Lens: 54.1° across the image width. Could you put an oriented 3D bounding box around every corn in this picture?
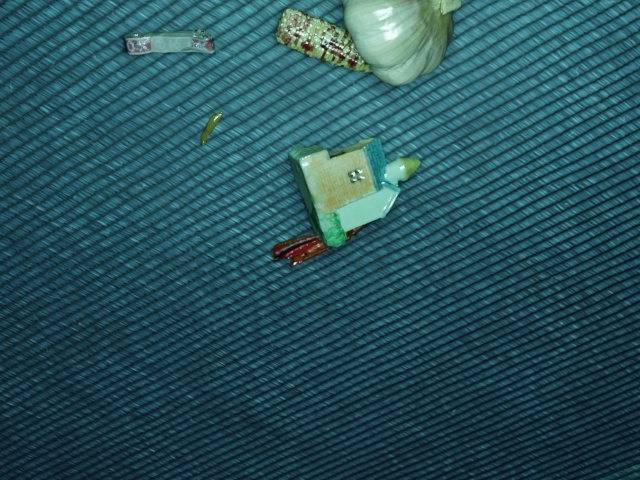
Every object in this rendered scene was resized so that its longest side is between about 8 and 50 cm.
[{"bbox_3d":[0.028,-0.500,1.589,0.290,0.098,0.098,17,114,-11],"label":"corn"}]

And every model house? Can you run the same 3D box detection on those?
[{"bbox_3d":[0.112,-0.165,1.715,0.325,0.194,0.267,-20,109,-6],"label":"model house"}]

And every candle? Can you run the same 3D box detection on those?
[{"bbox_3d":[0.000,0.000,1.836,0.302,0.059,0.084,-22,122,10],"label":"candle"}]

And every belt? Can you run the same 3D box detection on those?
[{"bbox_3d":[-0.385,-0.508,1.605,0.232,0.071,0.053,0,121,4],"label":"belt"}]

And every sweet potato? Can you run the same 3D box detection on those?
[{"bbox_3d":[-0.303,-0.309,1.716,0.026,0.026,0.115,33,113,-13],"label":"sweet potato"}]

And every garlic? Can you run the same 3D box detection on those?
[{"bbox_3d":[0.188,-0.530,1.480,0.322,0.241,0.321,-1,92,-17],"label":"garlic"}]
